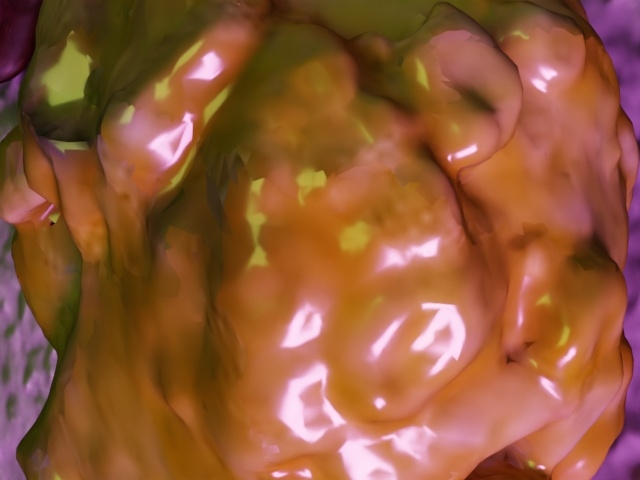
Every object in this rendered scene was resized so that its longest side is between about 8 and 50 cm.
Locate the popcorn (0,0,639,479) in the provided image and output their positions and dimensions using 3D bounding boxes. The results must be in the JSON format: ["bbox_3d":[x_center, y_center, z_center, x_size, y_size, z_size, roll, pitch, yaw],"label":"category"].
[{"bbox_3d":[0.000,0.000,0.552,0.266,0.192,0.233,-169,73,-71],"label":"popcorn"}]

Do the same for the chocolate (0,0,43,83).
[{"bbox_3d":[-0.182,-0.109,0.803,0.149,0.125,0.080,32,122,41],"label":"chocolate"}]
